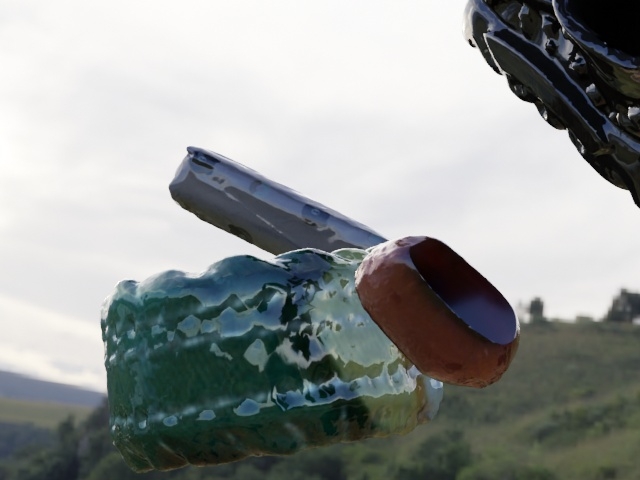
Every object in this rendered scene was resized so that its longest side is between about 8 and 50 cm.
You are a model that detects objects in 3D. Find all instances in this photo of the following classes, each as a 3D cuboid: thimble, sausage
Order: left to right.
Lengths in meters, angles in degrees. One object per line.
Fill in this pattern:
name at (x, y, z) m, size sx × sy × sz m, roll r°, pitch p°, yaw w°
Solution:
thimble at (-0.043, 0.102, 1.063) m, size 0.288 × 0.167 × 0.254 m, roll -8°, pitch -7°, yaw -2°
sausage at (0.061, 0.037, 0.644) m, size 0.094 × 0.059 × 0.054 m, roll 44°, pitch -43°, yaw -1°

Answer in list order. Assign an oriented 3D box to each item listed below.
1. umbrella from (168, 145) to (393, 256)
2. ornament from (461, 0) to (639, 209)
umbrella at (0.000, 0.000, 1.253) m, size 0.337 × 0.073 × 0.067 m, roll 26°, pitch 11°, yaw 10°
ornament at (0.126, -0.158, 0.617) m, size 0.251 × 0.106 × 0.260 m, roll 51°, pitch 0°, yaw 41°
